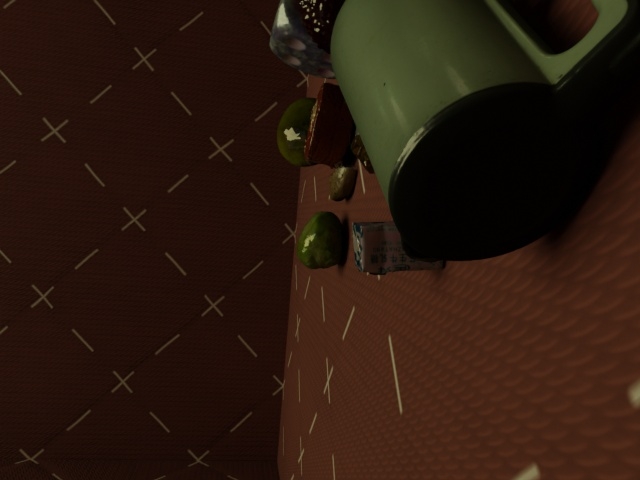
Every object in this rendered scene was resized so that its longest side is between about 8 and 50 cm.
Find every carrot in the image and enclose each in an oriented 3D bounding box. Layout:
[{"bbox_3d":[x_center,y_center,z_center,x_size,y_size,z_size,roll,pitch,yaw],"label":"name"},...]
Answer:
[{"bbox_3d":[0.129,-0.246,1.461,0.228,0.069,0.068,-105,22,-63],"label":"carrot"}]

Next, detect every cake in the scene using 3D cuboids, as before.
[{"bbox_3d":[0.037,-0.378,1.741,0.177,0.151,0.282,-125,51,-72],"label":"cake"}]

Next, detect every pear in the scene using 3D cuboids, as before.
[{"bbox_3d":[-0.040,-0.405,1.982,0.321,0.269,0.268,-134,48,-63],"label":"pear"}]

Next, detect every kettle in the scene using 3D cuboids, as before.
[{"bbox_3d":[0.191,-0.210,0.639,0.361,0.250,0.376,-45,34,30],"label":"kettle"}]

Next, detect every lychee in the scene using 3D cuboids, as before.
[{"bbox_3d":[0.078,-0.586,1.294,0.300,0.265,0.264,-118,33,-69],"label":"lychee"}]

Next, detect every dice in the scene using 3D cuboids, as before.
[{"bbox_3d":[0.010,-0.671,1.582,0.270,0.272,0.270,159,129,-80],"label":"dice"}]

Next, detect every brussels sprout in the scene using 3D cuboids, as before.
[{"bbox_3d":[0.000,0.000,1.816,0.223,0.161,0.223,-175,90,-73],"label":"brussels sprout"}]

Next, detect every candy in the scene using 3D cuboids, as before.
[{"bbox_3d":[0.141,0.010,0.942,0.073,0.160,0.092,-117,26,-79],"label":"candy"}]

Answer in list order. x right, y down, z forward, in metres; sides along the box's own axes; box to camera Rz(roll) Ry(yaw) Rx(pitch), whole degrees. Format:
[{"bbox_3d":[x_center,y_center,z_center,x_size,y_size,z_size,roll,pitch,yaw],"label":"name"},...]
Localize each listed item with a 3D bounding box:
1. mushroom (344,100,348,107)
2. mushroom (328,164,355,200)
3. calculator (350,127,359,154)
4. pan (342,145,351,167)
[{"bbox_3d":[0.114,-0.467,1.595,0.170,0.080,0.135,-105,35,-69],"label":"mushroom"},{"bbox_3d":[0.068,-0.185,1.768,0.210,0.072,0.094,145,120,-78],"label":"mushroom"},{"bbox_3d":[0.117,-0.329,1.695,0.141,0.019,0.094,122,147,-71],"label":"calculator"},{"bbox_3d":[0.095,-0.285,1.788,0.115,0.024,0.068,107,165,-62],"label":"pan"}]
